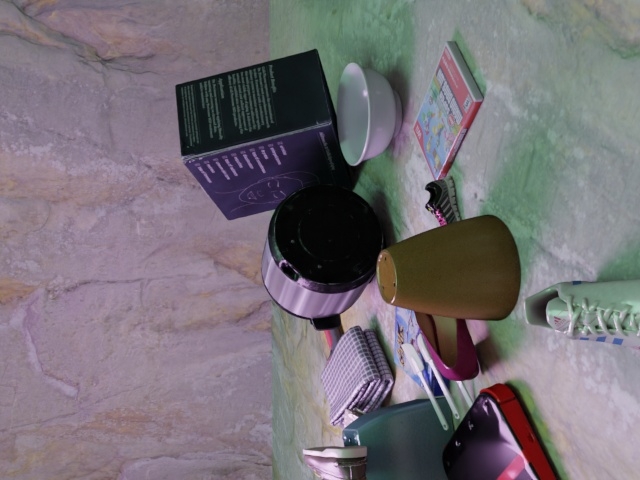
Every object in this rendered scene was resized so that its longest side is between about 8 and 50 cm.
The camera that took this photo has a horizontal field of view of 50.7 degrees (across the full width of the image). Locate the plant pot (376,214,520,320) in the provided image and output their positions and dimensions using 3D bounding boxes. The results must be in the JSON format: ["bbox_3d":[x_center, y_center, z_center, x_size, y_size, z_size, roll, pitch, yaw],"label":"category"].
[{"bbox_3d":[0.260,0.071,1.468,0.237,0.254,0.237,175,90,-74],"label":"plant pot"}]

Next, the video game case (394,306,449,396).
[{"bbox_3d":[0.272,0.248,1.825,0.244,0.061,0.270,-142,50,-70],"label":"video game case"}]

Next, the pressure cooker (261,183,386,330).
[{"bbox_3d":[-0.009,0.054,2.173,0.370,0.375,0.420,-55,-6,-26],"label":"pressure cooker"}]

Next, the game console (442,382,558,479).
[{"bbox_3d":[0.398,0.538,1.480,0.387,0.060,0.342,102,152,-47],"label":"game console"}]

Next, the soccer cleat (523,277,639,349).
[{"bbox_3d":[0.441,0.118,1.036,0.331,0.143,0.116,163,103,-74],"label":"soccer cleat"}]

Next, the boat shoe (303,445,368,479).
[{"bbox_3d":[0.035,0.577,1.726,0.324,0.116,0.097,141,127,-64],"label":"boat shoe"}]

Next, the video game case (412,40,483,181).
[{"bbox_3d":[0.302,-0.307,1.648,0.285,0.025,0.204,106,154,-52],"label":"video game case"}]

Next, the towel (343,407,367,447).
[{"bbox_3d":[0.181,0.643,2.076,0.282,0.049,0.187,25,123,39],"label":"towel"}]

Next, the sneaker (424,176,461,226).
[{"bbox_3d":[0.292,-0.072,1.645,0.063,0.074,0.171,143,121,-71],"label":"sneaker"}]

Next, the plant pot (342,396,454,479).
[{"bbox_3d":[0.199,0.563,1.807,0.247,0.252,0.248,134,131,-70],"label":"plant pot"}]

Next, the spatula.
[{"bbox_3d":[0.295,0.341,1.683,0.168,0.019,0.242,-47,61,47],"label":"spatula"}]

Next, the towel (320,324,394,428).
[{"bbox_3d":[0.107,0.457,2.230,0.284,0.121,0.235,-61,33,29],"label":"towel"}]

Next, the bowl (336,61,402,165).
[{"bbox_3d":[0.151,-0.369,1.969,0.298,0.134,0.298,175,90,-74],"label":"bowl"}]

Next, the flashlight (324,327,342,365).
[{"bbox_3d":[0.042,0.397,2.603,0.304,0.103,0.103,-110,27,-42],"label":"flashlight"}]

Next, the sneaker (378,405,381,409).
[{"bbox_3d":[0.172,0.516,2.281,0.162,0.063,0.073,55,130,52],"label":"sneaker"}]

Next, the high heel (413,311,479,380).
[{"bbox_3d":[0.265,0.148,1.578,0.377,0.127,0.181,63,-167,25],"label":"high heel"}]

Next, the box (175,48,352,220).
[{"bbox_3d":[-0.172,-0.330,2.249,0.480,0.471,0.298,65,-165,-67],"label":"box"}]
